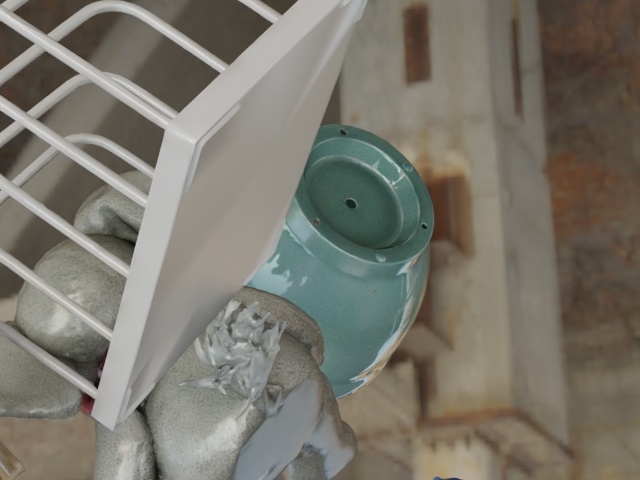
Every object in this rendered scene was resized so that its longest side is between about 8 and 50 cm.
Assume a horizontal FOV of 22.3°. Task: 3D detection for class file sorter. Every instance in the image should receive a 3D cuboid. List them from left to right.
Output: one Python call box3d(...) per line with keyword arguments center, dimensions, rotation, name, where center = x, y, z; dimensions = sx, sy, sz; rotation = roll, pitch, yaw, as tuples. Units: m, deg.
box3d(center=(-0.115, -0.064, 0.981), dimensions=(0.173, 0.193, 0.277), rotation=(33, 140, 10), name="file sorter")

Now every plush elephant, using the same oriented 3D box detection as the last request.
box3d(center=(-0.140, 0.103, 1.273), dimensions=(0.255, 0.272, 0.330), rotation=(33, 148, 23), name="plush elephant")

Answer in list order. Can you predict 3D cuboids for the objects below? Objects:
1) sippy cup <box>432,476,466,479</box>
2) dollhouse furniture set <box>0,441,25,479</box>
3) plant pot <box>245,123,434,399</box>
box3d(center=(0.145, 0.408, 1.901), dimensions=(0.240, 0.305, 0.224), rotation=(13, 112, -56), name="sippy cup")
box3d(center=(-0.399, 0.033, 1.034), dimensions=(0.362, 0.394, 0.256), rotation=(-42, 160, -17), name="dollhouse furniture set")
box3d(center=(0.000, 0.000, 1.721), dimensions=(0.293, 0.293, 0.196), rotation=(11, 144, -26), name="plant pot")
